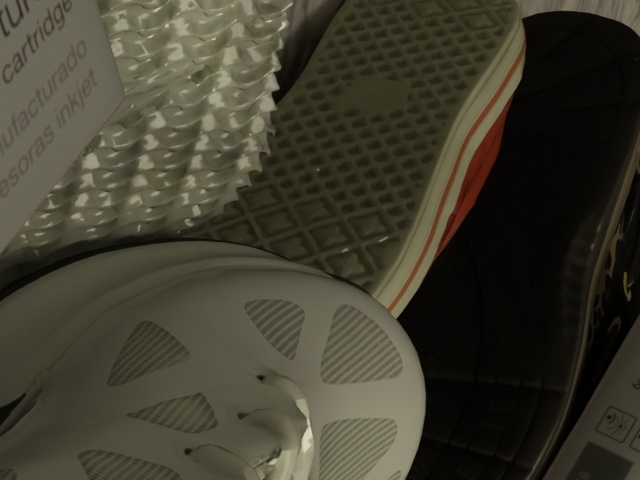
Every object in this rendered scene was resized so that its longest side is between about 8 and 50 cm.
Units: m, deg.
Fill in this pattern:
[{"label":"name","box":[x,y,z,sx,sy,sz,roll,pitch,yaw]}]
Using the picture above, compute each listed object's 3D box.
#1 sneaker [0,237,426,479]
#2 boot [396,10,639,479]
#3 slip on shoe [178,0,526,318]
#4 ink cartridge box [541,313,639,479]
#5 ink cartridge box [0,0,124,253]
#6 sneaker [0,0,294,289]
[{"label":"sneaker","box":[-0.030,0.121,0.504,0.447,0.257,0.169,-27,116,-54]},{"label":"boot","box":[0.106,0.094,1.106,0.284,0.138,0.377,62,45,-57]},{"label":"slip on shoe","box":[0.000,0.000,0.844,0.331,0.123,0.101,-53,153,-45]},{"label":"ink cartridge box","box":[0.166,0.142,1.042,0.189,0.066,0.232,-56,153,-22]},{"label":"ink cartridge box","box":[-0.173,-0.089,0.356,0.226,0.131,0.306,-56,146,-40]},{"label":"sneaker","box":[-0.082,-0.095,0.610,0.102,0.146,0.293,-20,158,-24]}]
